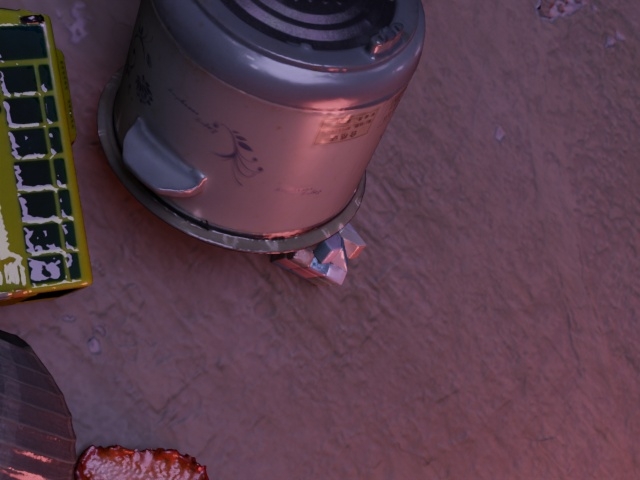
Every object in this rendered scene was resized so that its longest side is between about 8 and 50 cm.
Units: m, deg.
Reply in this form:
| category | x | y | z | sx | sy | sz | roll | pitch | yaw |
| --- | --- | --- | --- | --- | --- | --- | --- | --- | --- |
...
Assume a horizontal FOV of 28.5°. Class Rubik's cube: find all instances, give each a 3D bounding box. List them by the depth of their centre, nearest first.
| category | x | y | z | sx | sy | sz | roll | pitch | yaw |
| --- | --- | --- | --- | --- | --- | --- | --- | --- | --- |
| Rubik's cube | 0.001 | 0.001 | 1.247 | 0.075 | 0.084 | 0.073 | 34 | 71 | -34 |

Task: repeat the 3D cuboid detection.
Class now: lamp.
| category | x | y | z | sx | sy | sz | roll | pitch | yaw |
| --- | --- | --- | --- | --- | --- | --- | --- | --- | --- |
| lamp | -0.325 | 0.160 | 0.975 | 0.265 | 0.233 | 0.233 | 34 | 66 | -36 |

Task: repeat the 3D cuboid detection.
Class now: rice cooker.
| category | x | y | z | sx | sy | sz | roll | pitch | yaw |
| --- | --- | --- | --- | --- | --- | --- | --- | --- | --- |
| rice cooker | -0.055 | -0.141 | 1.133 | 0.264 | 0.316 | 0.316 | 39 | 64 | 12 |

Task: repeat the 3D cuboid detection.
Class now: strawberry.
| category | x | y | z | sx | sy | sz | roll | pitch | yaw |
| --- | --- | --- | --- | --- | --- | --- | --- | --- | --- |
| strawberry | -0.154 | 0.235 | 1.147 | 0.152 | 0.048 | 0.104 | 33 | 74 | 1 |

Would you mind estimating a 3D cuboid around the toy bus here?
| category | x | y | z | sx | sy | sz | roll | pitch | yaw |
| --- | --- | --- | --- | --- | --- | --- | --- | --- | --- |
| toy bus | -0.288 | -0.071 | 1.094 | 0.150 | 0.128 | 0.262 | -7 | 85 | -28 |
